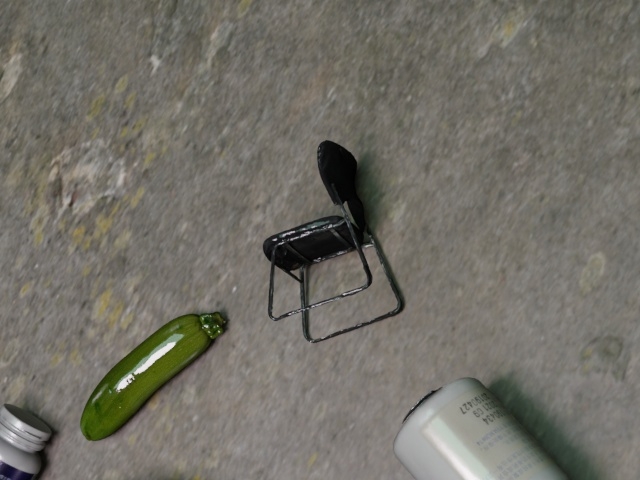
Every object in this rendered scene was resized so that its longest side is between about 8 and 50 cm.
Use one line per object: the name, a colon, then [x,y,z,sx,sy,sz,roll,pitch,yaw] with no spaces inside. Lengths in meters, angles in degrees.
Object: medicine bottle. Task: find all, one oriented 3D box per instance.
medicine bottle: [-0.457,0.328,1.916,0.107,0.107,0.191,32,89,25]
medicine bottle: [0.216,0.298,1.648,0.143,0.143,0.258,-44,64,5]

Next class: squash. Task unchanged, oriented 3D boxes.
squash: [-0.239,0.179,1.895,0.258,0.069,0.069,-43,66,6]

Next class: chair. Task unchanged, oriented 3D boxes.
chair: [0.000,0.000,1.815,0.145,0.140,0.221,-19,68,14]
